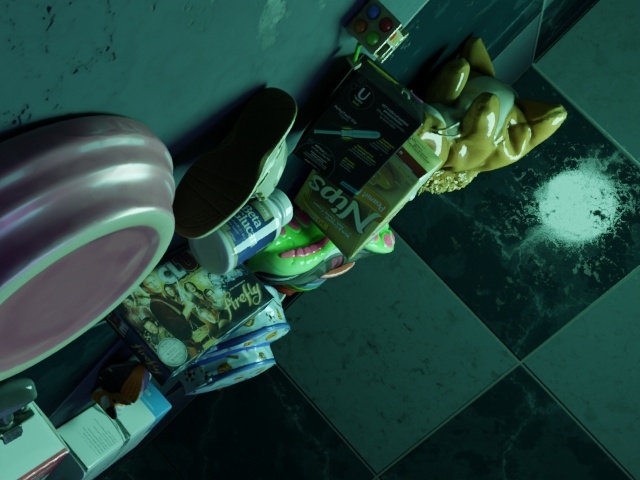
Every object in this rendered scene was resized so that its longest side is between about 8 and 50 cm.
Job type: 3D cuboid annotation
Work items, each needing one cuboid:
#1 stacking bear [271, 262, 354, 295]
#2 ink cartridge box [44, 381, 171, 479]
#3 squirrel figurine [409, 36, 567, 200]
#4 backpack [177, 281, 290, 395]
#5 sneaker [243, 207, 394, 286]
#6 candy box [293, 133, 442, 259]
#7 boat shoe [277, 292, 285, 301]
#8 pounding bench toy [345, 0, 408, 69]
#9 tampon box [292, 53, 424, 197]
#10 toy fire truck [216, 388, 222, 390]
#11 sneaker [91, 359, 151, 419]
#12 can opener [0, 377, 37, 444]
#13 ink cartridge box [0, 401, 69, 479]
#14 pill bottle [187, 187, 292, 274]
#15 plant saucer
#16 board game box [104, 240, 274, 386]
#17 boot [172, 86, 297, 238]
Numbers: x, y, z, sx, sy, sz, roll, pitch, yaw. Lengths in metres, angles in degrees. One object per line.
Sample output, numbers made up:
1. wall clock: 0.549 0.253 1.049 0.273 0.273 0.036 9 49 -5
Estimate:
1. stacking bear: -0.058 0.073 1.682 0.164 0.175 0.289 -35 177 -32
2. ink cartridge box: -0.566 0.508 1.514 0.223 0.129 0.307 -46 172 27
3. squirrel figurine: 0.255 -0.204 1.323 0.370 0.281 0.397 -32 166 -29
4. backpack: -0.196 0.194 1.233 0.263 0.213 0.276 -29 174 4
5. sneaker: 0.000 0.000 1.446 0.483 0.185 0.202 -9 161 -45
6. candy box: 0.081 -0.115 1.188 0.087 0.183 0.316 -37 171 -36
7. boat shoe: -0.125 0.116 1.870 0.335 0.095 0.112 -38 -152 -10
8. pounding bench toy: 0.062 -0.260 0.767 0.083 0.052 0.065 -45 172 17
9. tampon box: 0.058 -0.171 0.894 0.161 0.120 0.101 -46 -166 30
10. toy fire truck: -0.253 0.229 1.566 0.253 0.169 0.302 -63 170 8
11. sneaker: -0.420 0.300 1.310 0.121 0.099 0.262 -47 -175 -41
12. can opener: -0.504 0.270 0.763 0.074 0.093 0.280 6 -158 31
13. ink cartridge box: -0.570 0.407 0.916 0.306 0.131 0.226 -48 171 27
14. pill bottle: -0.124 -0.022 0.967 0.169 0.094 0.094 -37 171 -41
15. plant saucer: -0.263 0.029 0.563 0.332 0.084 0.332 -42 172 -7
16. board game box: -0.204 0.092 0.923 0.243 0.165 0.042 -35 169 -51
17. boot: -0.106 -0.076 0.761 0.213 0.077 0.165 -56 178 -14
